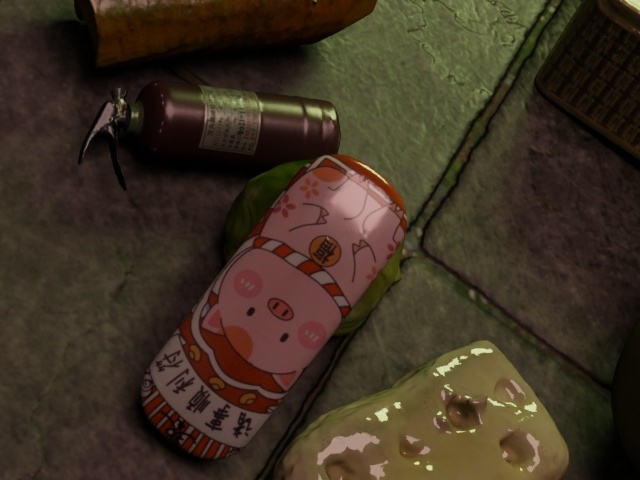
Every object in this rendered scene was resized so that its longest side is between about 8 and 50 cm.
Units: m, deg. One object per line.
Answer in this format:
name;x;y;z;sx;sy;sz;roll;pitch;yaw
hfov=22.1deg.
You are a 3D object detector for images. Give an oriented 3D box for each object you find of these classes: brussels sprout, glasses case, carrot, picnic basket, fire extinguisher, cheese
brussels sprout;0.004;-0.003;1.383;0.151;0.122;0.149;-32;78;-39
glasses case;-0.036;0.052;1.291;0.103;0.067;0.266;36;88;1
carrot;-0.088;-0.219;1.470;0.302;0.114;0.114;-14;70;-30
picnic basket;0.395;-0.241;1.688;0.228;0.175;0.313;34;51;1
fire extinguisher;-0.098;-0.086;1.412;0.231;0.071;0.099;3;73;-27
cheese;0.082;0.186;1.336;0.263;0.093;0.159;-27;76;-36

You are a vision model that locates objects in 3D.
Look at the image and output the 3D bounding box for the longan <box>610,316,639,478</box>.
longan;0.420;0.113;1.445;0.350;0.288;0.288;-41;86;-14
